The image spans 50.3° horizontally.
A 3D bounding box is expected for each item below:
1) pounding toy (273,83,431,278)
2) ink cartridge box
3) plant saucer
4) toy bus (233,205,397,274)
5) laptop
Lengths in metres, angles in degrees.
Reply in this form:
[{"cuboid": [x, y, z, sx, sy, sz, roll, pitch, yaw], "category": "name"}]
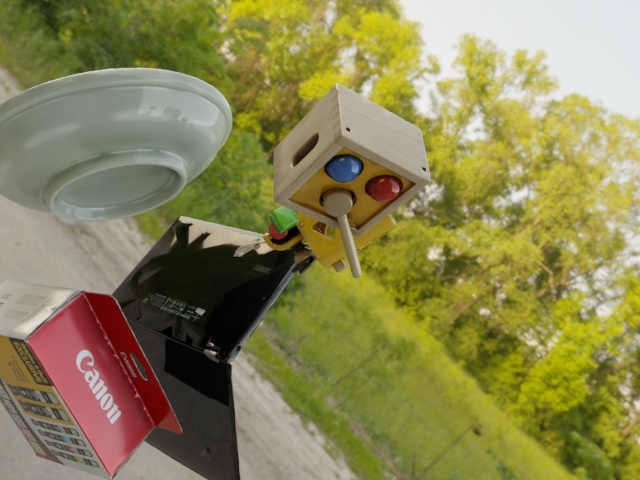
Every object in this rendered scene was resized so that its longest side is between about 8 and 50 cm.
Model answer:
[{"cuboid": [0.028, -0.052, 0.682, 0.130, 0.141, 0.100, 22, 47, -30], "category": "pounding toy"}, {"cuboid": [-0.410, 0.231, 1.123, 0.272, 0.130, 0.309, 2, -55, 32], "category": "ink cartridge box"}, {"cuboid": [-0.321, -0.115, 1.057, 0.400, 0.401, 0.100, 32, 38, -72], "category": "plant saucer"}, {"cuboid": [0.009, -0.007, 0.948, 0.104, 0.191, 0.202, 58, -36, 7], "category": "toy bus"}, {"cuboid": [-0.222, 0.198, 1.327, 0.382, 0.408, 0.236, 13, -33, 39], "category": "laptop"}]
